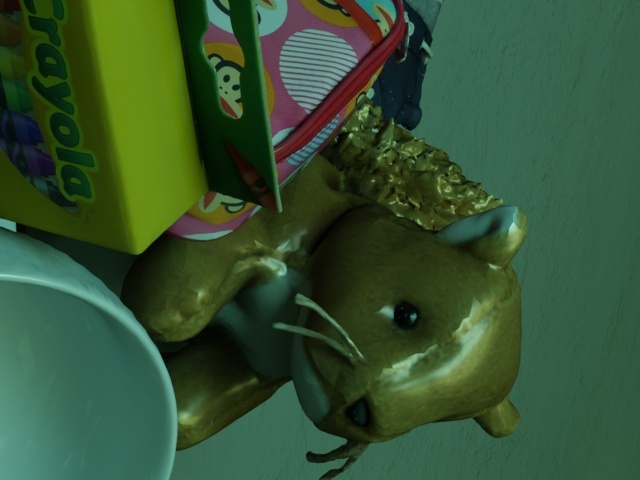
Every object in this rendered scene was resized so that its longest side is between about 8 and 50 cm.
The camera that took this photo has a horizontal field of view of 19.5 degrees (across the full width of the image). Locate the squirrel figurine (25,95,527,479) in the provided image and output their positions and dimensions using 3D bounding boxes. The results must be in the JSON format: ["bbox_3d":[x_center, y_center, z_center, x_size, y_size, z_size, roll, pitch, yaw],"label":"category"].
[{"bbox_3d":[0.000,0.000,1.358,0.397,0.370,0.281,-38,133,-49],"label":"squirrel figurine"}]

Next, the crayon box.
[{"bbox_3d":[-0.181,-0.114,1.044,0.081,0.319,0.202,-45,138,-43],"label":"crayon box"}]

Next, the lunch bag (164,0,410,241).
[{"bbox_3d":[-0.096,-0.165,1.213,0.258,0.293,0.120,-47,174,-40],"label":"lunch bag"}]

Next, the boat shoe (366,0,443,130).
[{"bbox_3d":[0.012,-0.180,1.550,0.340,0.127,0.158,9,86,-62],"label":"boat shoe"}]

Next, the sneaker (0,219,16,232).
[{"bbox_3d":[-0.254,0.063,1.253,0.091,0.094,0.258,-17,120,-29],"label":"sneaker"}]

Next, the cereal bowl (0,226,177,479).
[{"bbox_3d":[-0.263,0.122,1.124,0.339,0.141,0.339,-20,134,-23],"label":"cereal bowl"}]
